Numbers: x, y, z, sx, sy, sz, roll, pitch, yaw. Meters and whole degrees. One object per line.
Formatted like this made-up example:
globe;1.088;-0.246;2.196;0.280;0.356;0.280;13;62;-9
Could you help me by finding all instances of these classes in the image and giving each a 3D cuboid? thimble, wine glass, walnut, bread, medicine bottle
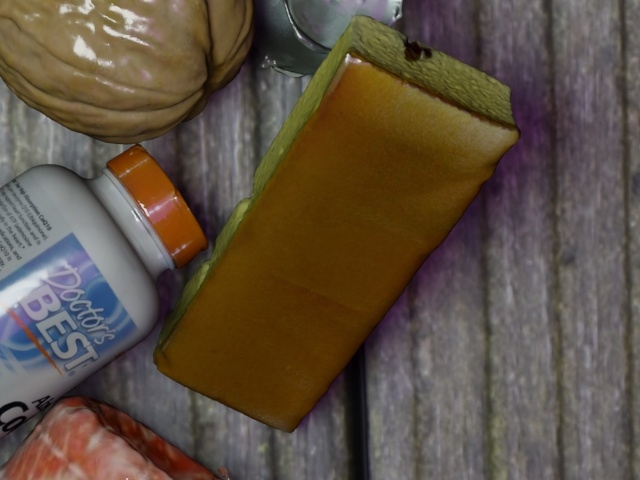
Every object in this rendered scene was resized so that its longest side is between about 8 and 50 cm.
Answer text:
thimble;-0.141;0.236;1.241;0.239;0.239;0.162;36;87;-11
wine glass;0.006;-0.183;1.235;0.122;0.183;0.122;-1;95;-11
walnut;-0.157;-0.176;1.211;0.213;0.213;0.213;-1;97;-8
bread;0.000;0.000;1.221;0.138;0.077;0.361;22;130;-16
medicine bottle;-0.227;0.046;1.211;0.289;0.157;0.157;-35;101;-8
